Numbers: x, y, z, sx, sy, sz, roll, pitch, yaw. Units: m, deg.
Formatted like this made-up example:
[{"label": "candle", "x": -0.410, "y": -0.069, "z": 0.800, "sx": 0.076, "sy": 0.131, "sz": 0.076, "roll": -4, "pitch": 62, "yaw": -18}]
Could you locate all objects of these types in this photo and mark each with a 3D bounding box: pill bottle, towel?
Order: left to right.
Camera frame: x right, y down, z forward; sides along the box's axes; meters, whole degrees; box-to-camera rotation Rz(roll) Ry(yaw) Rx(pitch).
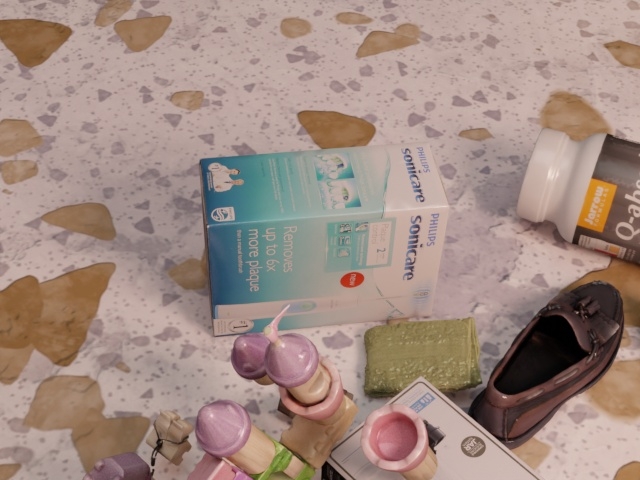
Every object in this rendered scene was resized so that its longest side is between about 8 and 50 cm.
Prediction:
[{"label": "towel", "x": 0.127, "y": 0.148, "z": 1.339, "sx": 0.148, "sy": 0.027, "sz": 0.110, "roll": -7, "pitch": 47, "yaw": 11}, {"label": "pill bottle", "x": 0.422, "y": -0.056, "z": 1.468, "sx": 0.278, "sy": 0.162, "sz": 0.162, "roll": 17, "pitch": 49, "yaw": 14}]

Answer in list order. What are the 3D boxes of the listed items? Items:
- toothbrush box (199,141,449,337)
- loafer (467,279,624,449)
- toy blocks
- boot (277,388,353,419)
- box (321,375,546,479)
[{"label": "toothbrush box", "x": 0.000, "y": 0.000, "z": 1.364, "sx": 0.295, "sy": 0.216, "sz": 0.126, "roll": -5, "pitch": 48, "yaw": -8}, {"label": "loafer", "x": 0.295, "y": 0.138, "z": 1.326, "sx": 0.109, "sy": 0.095, "sz": 0.302, "roll": 32, "pitch": 54, "yaw": 26}, {"label": "toy blocks", "x": -0.091, "y": 0.215, "z": 1.063, "sx": 0.309, "sy": 0.260, "sz": 0.289, "roll": 31, "pitch": 78, "yaw": 29}, {"label": "boot", "x": -0.002, "y": 0.184, "z": 1.315, "sx": 0.087, "sy": 0.042, "sz": 0.118, "roll": 14, "pitch": 49, "yaw": 2}, {"label": "box", "x": 0.156, "y": 0.303, "z": 1.172, "sx": 0.169, "sy": 0.087, "sz": 0.290, "roll": -32, "pitch": 56, "yaw": -28}]
